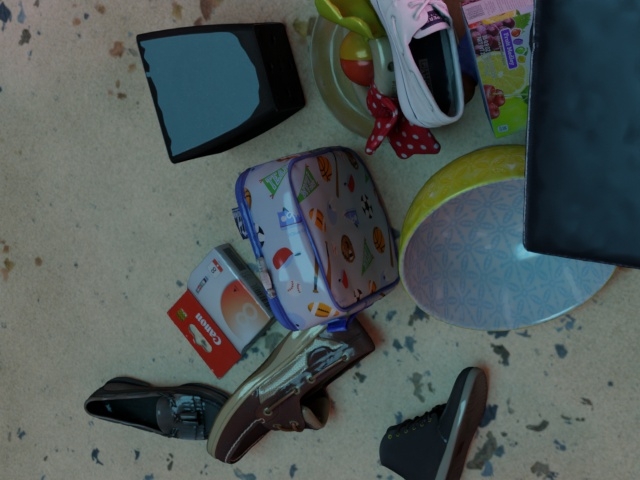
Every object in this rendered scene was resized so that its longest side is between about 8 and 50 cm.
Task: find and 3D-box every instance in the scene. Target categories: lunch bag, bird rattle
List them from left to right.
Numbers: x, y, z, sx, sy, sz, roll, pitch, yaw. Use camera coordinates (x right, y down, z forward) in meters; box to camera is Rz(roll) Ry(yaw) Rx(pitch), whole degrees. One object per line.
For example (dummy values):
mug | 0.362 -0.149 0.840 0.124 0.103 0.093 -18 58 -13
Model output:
lunch bag | 0.000 0.000 1.978 0.115 0.303 0.243 -18 91 24
bird rattle | 0.083 -0.234 1.926 0.143 0.207 0.253 -20 110 -8

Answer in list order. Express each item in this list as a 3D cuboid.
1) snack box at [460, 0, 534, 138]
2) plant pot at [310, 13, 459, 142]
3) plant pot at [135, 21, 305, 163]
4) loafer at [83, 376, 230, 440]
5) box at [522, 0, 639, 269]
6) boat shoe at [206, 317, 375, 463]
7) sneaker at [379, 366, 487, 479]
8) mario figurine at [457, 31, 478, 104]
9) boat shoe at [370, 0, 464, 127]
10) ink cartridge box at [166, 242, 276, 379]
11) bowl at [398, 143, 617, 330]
snack box | 0.291 -0.235 1.788 0.207 0.070 0.174 -17 131 4
plant pot | 0.094 -0.254 2.023 0.236 0.032 0.236 8 106 30
plant pot | -0.129 -0.227 2.088 0.167 0.188 0.187 -14 94 20
loafer | -0.257 0.277 2.329 0.267 0.084 0.096 4 103 31
box | 0.523 -0.134 1.527 0.480 0.472 0.297 10 107 29
boat shoe | -0.042 0.237 2.171 0.123 0.123 0.342 48 114 15
sneaker | 0.155 0.261 2.075 0.118 0.083 0.222 27 115 24
mario figurine | 0.255 -0.304 1.823 0.170 0.198 0.320 38 123 33
boat shoe | 0.128 -0.267 1.797 0.084 0.095 0.258 5 116 64
ink cartridge box | -0.160 0.114 2.257 0.145 0.045 0.179 50 119 12
bowl | 0.235 -0.031 1.896 0.289 0.289 0.156 -42 36 31
